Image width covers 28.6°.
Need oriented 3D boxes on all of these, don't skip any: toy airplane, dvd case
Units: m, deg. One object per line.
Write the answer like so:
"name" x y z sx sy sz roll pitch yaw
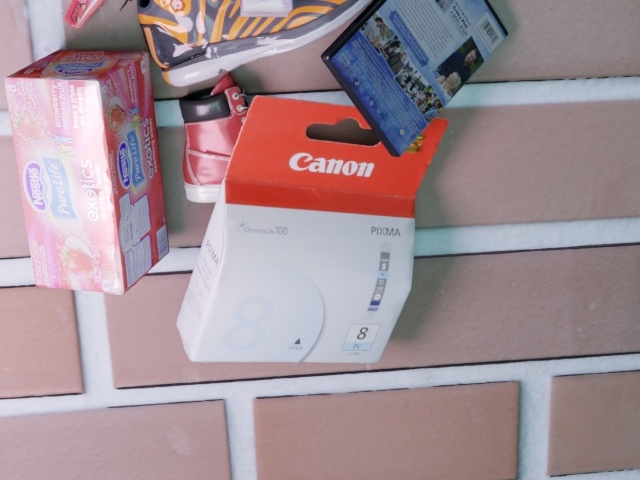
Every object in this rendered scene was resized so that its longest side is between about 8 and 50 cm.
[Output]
"toy airplane" -0.315 -0.361 1.668 0.151 0.028 0.151 -2 111 -5
"dvd case" 0.130 -0.261 1.674 0.253 0.022 0.180 -48 119 -18

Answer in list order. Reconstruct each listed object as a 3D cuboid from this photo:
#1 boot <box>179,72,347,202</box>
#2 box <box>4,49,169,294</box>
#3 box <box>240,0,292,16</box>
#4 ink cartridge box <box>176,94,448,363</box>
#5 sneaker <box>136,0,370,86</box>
"boot" -0.073 -0.147 1.749 0.244 0.088 0.176 -2 109 -2
"box" -0.310 -0.094 1.691 0.142 0.154 0.300 4 114 17
"box" -0.069 -0.445 1.571 0.067 0.063 0.324 0 89 -7
"ink cartridge box" 0.000 0.000 1.728 0.308 0.091 0.385 4 124 -28
"sneaker" -0.093 -0.335 1.646 0.321 0.124 0.180 -21 113 4
